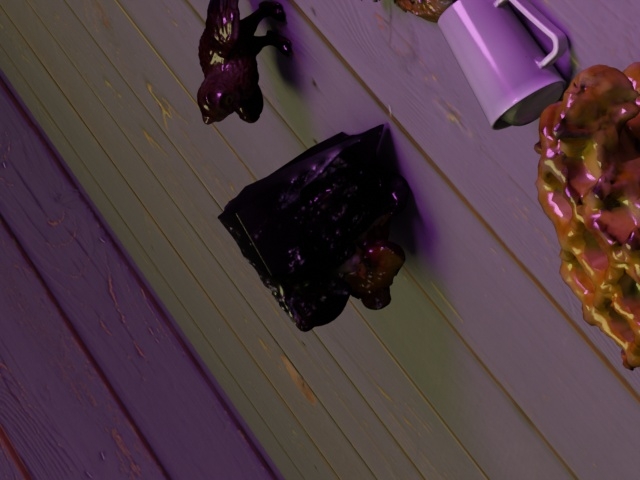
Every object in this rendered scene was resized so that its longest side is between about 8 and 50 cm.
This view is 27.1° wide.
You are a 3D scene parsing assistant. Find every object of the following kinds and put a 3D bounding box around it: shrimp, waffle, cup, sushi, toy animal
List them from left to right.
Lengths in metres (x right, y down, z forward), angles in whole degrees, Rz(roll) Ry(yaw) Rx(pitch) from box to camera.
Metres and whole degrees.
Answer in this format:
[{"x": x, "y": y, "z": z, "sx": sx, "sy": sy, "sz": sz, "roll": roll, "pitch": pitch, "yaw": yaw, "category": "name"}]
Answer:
[{"x": -0.120, "y": -0.227, "z": 1.676, "sx": 0.116, "sy": 0.179, "sz": 0.218, "roll": 23, "pitch": 147, "yaw": 21, "category": "toy animal"}, {"x": 0.000, "y": 0.000, "z": 1.631, "sx": 0.212, "sy": 0.215, "sz": 0.227, "roll": 62, "pitch": 162, "yaw": -6, "category": "sushi"}, {"x": 0.081, "y": -0.255, "z": 1.303, "sx": 0.099, "sy": 0.041, "sz": 0.180, "roll": 49, "pitch": 165, "yaw": -16, "category": "shrimp"}, {"x": 0.165, "y": -0.166, "z": 1.156, "sx": 0.104, "sy": 0.074, "sz": 0.116, "roll": -43, "pitch": 71, "yaw": 48, "category": "cup"}, {"x": 0.291, "y": 0.002, "z": 0.929, "sx": 0.324, "sy": 0.151, "sz": 0.261, "roll": 33, "pitch": 145, "yaw": 59, "category": "waffle"}]
